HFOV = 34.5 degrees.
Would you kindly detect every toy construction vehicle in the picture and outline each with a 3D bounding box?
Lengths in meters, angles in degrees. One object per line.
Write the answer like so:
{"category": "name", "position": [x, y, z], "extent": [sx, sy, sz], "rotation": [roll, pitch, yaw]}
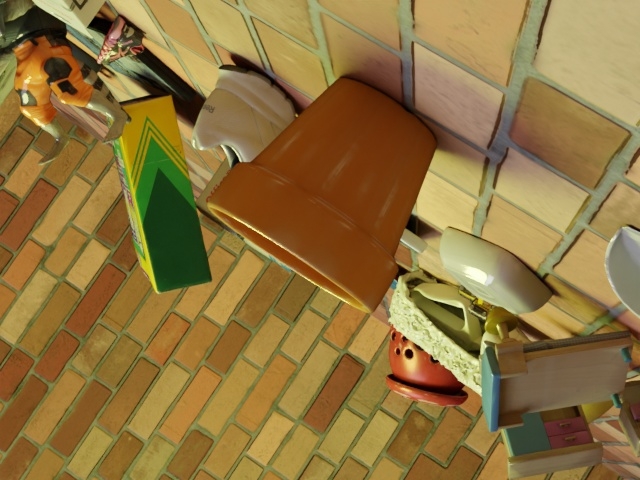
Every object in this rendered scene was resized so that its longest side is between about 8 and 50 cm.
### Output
{"category": "toy construction vehicle", "position": [0.281, 0.106, 1.733], "extent": [0.098, 0.035, 0.086], "rotation": [29, 162, 19]}

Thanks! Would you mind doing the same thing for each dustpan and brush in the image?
{"category": "dustpan and brush", "position": [0.339, 0.071, 1.005], "extent": [0.147, 0.060, 0.211], "rotation": [31, 173, 21]}

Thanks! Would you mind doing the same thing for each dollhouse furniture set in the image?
{"category": "dollhouse furniture set", "position": [0.355, 0.157, 1.446], "extent": [0.303, 0.286, 0.198], "rotation": [79, -179, -48]}

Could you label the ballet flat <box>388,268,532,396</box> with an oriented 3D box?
{"category": "ballet flat", "position": [0.272, 0.174, 1.826], "extent": [0.409, 0.147, 0.147], "rotation": [31, 173, 39]}

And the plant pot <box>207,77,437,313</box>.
{"category": "plant pot", "position": [0.018, -0.057, 1.073], "extent": [0.205, 0.188, 0.205], "rotation": [33, 174, 4]}

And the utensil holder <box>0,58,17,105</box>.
{"category": "utensil holder", "position": [-0.718, -0.375, 1.791], "extent": [0.385, 0.327, 0.327], "rotation": [33, 174, -12]}

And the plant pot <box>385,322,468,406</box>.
{"category": "plant pot", "position": [0.223, 0.232, 2.073], "extent": [0.191, 0.174, 0.191], "rotation": [13, -177, -1]}

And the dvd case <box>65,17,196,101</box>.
{"category": "dvd case", "position": [-0.330, -0.309, 1.685], "extent": [0.253, 0.022, 0.180], "rotation": [27, 170, 46]}

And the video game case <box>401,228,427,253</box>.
{"category": "video game case", "position": [0.072, -0.042, 1.585], "extent": [0.190, 0.022, 0.173], "rotation": [34, -179, -2]}

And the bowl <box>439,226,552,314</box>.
{"category": "bowl", "position": [0.233, 0.048, 1.417], "extent": [0.142, 0.053, 0.142], "rotation": [40, 170, -38]}

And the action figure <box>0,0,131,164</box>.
{"category": "action figure", "position": [-0.442, -0.286, 1.552], "extent": [0.341, 0.178, 0.330], "rotation": [-1, 119, 57]}

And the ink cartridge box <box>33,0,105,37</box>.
{"category": "ink cartridge box", "position": [-0.344, -0.341, 1.330], "extent": [0.104, 0.060, 0.180], "rotation": [32, 173, 12]}

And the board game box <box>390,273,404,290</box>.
{"category": "board game box", "position": [0.153, 0.073, 2.120], "extent": [0.133, 0.033, 0.168], "rotation": [38, 174, 28]}

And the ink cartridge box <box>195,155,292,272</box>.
{"category": "ink cartridge box", "position": [-0.094, -0.062, 1.790], "extent": [0.203, 0.148, 0.086], "rotation": [33, 175, 4]}

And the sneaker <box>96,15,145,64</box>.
{"category": "sneaker", "position": [-0.291, -0.283, 1.514], "extent": [0.057, 0.047, 0.119], "rotation": [20, 161, -20]}

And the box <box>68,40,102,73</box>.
{"category": "box", "position": [-0.509, -0.373, 2.042], "extent": [0.225, 0.036, 0.136], "rotation": [37, 173, -18]}

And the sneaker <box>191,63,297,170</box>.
{"category": "sneaker", "position": [-0.047, -0.098, 1.341], "extent": [0.297, 0.129, 0.111], "rotation": [38, 172, -27]}

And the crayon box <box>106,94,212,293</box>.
{"category": "crayon box", "position": [-0.294, -0.096, 1.827], "extent": [0.363, 0.106, 0.313], "rotation": [-152, 50, -73]}

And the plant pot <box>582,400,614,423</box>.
{"category": "plant pot", "position": [0.453, 0.275, 1.831], "extent": [0.134, 0.095, 0.134], "rotation": [33, 173, 5]}
